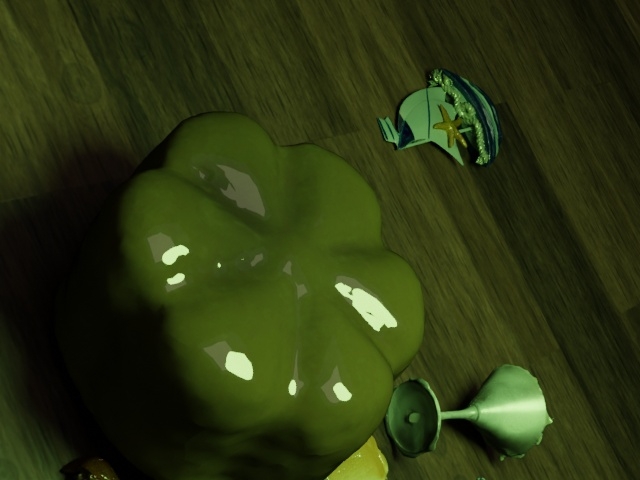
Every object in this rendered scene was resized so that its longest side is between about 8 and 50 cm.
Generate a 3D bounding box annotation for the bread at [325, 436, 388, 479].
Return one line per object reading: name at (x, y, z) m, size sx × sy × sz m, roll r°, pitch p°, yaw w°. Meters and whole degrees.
bread at (0.016, 0.322, 1.484) m, size 0.177 × 0.084 × 0.119 m, roll -15°, pitch 69°, yaw -46°

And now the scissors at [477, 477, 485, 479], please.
scissors at (0.269, 0.416, 1.729) m, size 0.036 × 0.006 × 0.083 m, roll -24°, pitch 83°, yaw -50°

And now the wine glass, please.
wine glass at (0.221, 0.267, 1.680) m, size 0.232 × 0.156 × 0.156 m, roll 4°, pitch 63°, yaw -39°

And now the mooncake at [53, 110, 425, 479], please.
mooncake at (-0.089, 0.079, 1.365) m, size 0.467 × 0.262 × 0.467 m, roll 22°, pitch 45°, yaw -23°

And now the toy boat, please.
toy boat at (0.214, -0.219, 2.057) m, size 0.291 × 0.067 × 0.220 m, roll -18°, pitch 78°, yaw -37°

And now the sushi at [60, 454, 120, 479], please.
sushi at (-0.249, 0.303, 1.267) m, size 0.120 × 0.052 × 0.055 m, roll 56°, pitch 42°, yaw 0°
